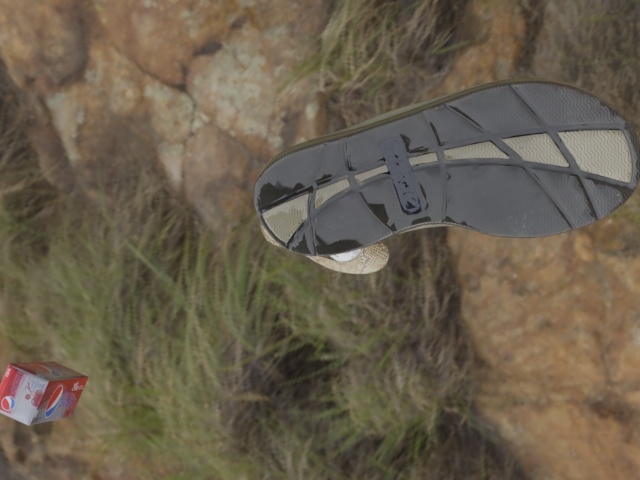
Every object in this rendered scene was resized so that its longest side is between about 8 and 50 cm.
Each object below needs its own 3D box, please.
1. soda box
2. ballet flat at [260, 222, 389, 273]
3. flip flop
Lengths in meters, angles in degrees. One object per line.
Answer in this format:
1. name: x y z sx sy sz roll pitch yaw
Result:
1. soda box: -0.524 0.284 2.001 0.083 0.092 0.263 22 175 5
2. ballet flat: 0.000 0.000 1.588 0.206 0.073 0.067 14 171 15
3. flip flop: 0.086 -0.051 0.764 0.277 0.080 0.112 -11 105 21
